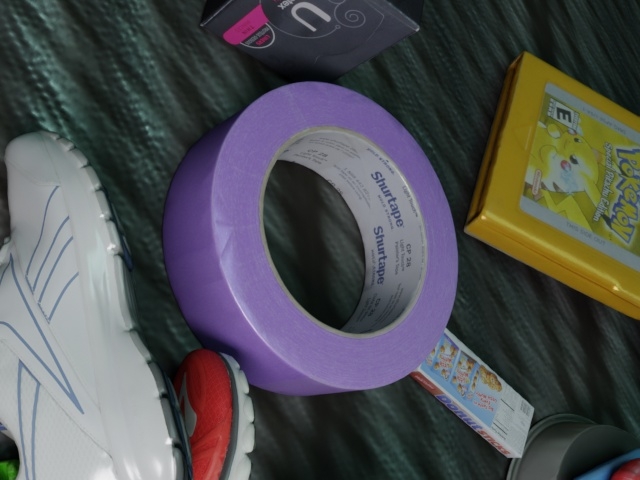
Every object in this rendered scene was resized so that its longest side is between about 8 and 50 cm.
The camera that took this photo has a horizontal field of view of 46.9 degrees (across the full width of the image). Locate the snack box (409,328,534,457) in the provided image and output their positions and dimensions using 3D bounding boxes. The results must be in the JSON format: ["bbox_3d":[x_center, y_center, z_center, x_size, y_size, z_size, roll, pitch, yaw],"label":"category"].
[{"bbox_3d":[0.166,0.163,0.800,0.178,0.022,0.064,42,56,-22],"label":"snack box"}]

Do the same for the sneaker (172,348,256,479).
[{"bbox_3d":[-0.133,0.191,0.505,0.118,0.107,0.278,31,59,-21],"label":"sneaker"}]

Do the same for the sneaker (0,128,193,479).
[{"bbox_3d":[-0.178,0.051,0.482,0.129,0.111,0.297,-17,63,-12],"label":"sneaker"}]

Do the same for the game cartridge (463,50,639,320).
[{"bbox_3d":[0.358,-0.062,0.937,0.324,0.052,0.285,25,61,-8],"label":"game cartridge"}]

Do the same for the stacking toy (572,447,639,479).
[{"bbox_3d":[0.407,0.275,0.687,0.175,0.302,0.165,-5,74,-40],"label":"stacking toy"}]

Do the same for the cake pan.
[{"bbox_3d":[0.325,0.340,0.834,0.293,0.054,0.293,16,61,-32],"label":"cake pan"}]

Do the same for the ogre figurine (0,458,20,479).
[{"bbox_3d":[-0.242,0.216,0.415,0.118,0.097,0.197,35,69,-39],"label":"ogre figurine"}]

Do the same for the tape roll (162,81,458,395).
[{"bbox_3d":[0.000,0.000,0.673,0.275,0.090,0.274,13,69,-36],"label":"tape roll"}]

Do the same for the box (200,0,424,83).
[{"bbox_3d":[0.010,-0.312,0.721,0.143,0.165,0.270,26,62,-31],"label":"box"}]
